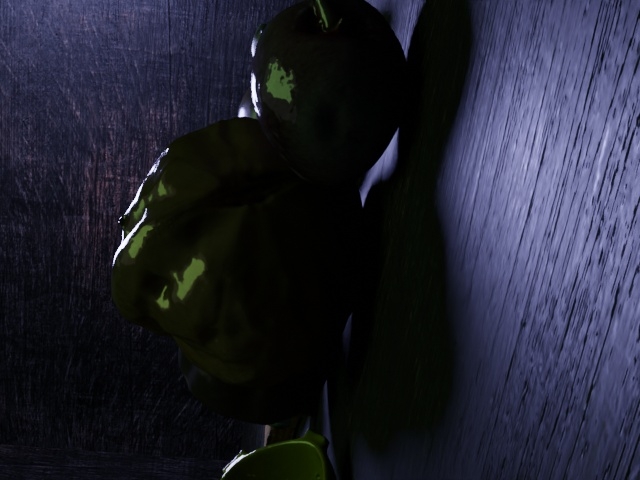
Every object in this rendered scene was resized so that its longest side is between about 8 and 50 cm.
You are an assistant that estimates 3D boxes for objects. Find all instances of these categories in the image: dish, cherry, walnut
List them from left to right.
[{"bbox_3d":[-0.103,0.029,1.588,0.383,0.383,0.384,-175,90,-84],"label":"walnut"},{"bbox_3d":[-0.046,0.398,1.548,0.108,0.221,0.262,49,-149,-37],"label":"dish"},{"bbox_3d":[0.011,-0.178,1.348,0.213,0.183,0.266,-79,-16,-47],"label":"cherry"}]

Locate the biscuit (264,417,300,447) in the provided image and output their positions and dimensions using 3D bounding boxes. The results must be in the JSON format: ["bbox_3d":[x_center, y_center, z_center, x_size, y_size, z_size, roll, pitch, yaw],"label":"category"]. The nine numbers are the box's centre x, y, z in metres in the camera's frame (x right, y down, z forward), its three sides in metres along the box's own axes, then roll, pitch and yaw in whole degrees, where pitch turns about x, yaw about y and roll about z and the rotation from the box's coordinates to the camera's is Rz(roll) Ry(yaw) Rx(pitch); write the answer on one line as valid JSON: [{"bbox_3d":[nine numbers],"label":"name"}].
[{"bbox_3d":[-0.070,0.333,2.303,0.379,0.054,0.094,105,170,-61],"label":"biscuit"}]

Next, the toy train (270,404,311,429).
[{"bbox_3d":[-0.066,0.179,2.049,0.189,0.126,0.307,121,153,-78],"label":"toy train"}]

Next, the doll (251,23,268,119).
[{"bbox_3d":[-0.022,-0.192,1.769,0.177,0.161,0.261,47,137,42],"label":"doll"}]

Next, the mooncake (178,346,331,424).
[{"bbox_3d":[-0.101,0.173,1.826,0.245,0.245,0.133,-91,11,-46],"label":"mooncake"}]

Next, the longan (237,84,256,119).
[{"bbox_3d":[-0.052,-0.205,1.988,0.212,0.198,0.198,-90,8,-45],"label":"longan"}]
